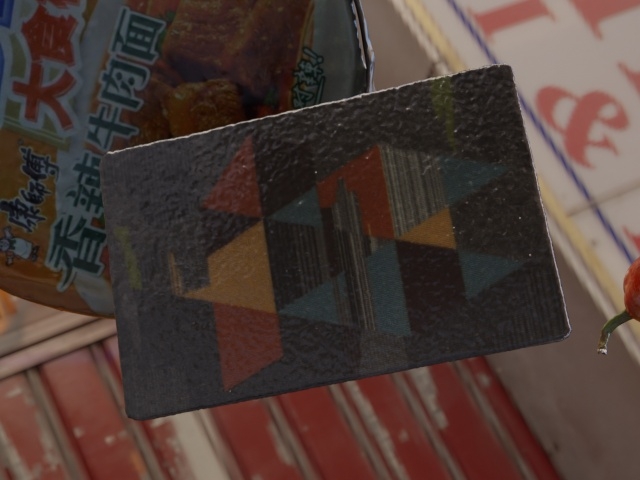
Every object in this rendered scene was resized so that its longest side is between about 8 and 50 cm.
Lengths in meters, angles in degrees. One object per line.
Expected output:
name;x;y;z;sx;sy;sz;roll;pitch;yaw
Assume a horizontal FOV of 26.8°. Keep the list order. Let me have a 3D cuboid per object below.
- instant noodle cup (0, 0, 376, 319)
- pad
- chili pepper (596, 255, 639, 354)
instant noodle cup;-0.115;-0.115;0.836;0.214;0.296;0.296;-88;162;-77
pad;0.000;0.000;0.637;0.003;0.211;0.143;53;26;-68
chili pepper;0.232;0.009;0.809;0.059;0.050;0.191;42;-53;-8
